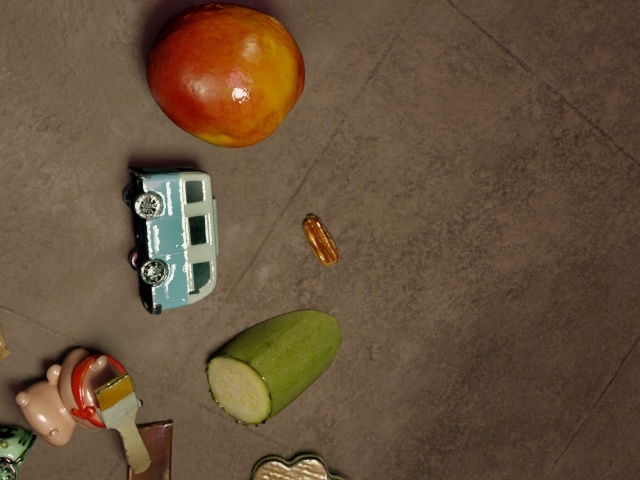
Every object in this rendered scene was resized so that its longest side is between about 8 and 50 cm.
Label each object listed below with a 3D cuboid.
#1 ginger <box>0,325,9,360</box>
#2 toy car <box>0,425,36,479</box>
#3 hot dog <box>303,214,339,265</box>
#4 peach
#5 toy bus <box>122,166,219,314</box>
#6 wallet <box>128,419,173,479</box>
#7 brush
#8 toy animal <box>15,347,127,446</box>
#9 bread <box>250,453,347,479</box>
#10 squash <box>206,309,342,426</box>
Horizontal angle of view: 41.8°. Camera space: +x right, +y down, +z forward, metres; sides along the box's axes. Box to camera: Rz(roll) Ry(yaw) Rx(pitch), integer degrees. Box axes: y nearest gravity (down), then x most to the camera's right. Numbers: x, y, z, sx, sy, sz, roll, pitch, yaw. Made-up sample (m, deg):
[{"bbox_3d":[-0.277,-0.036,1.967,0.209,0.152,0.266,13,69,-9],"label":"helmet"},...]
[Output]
[{"bbox_3d":[-0.647,0.116,1.547,0.089,0.075,0.288,-15,112,-11],"label":"ginger"},{"bbox_3d":[-0.682,0.458,1.588,0.306,0.136,0.125,-40,100,-5],"label":"toy car"},{"bbox_3d":[0.000,0.000,1.767,0.049,0.037,0.122,-25,106,0],"label":"hot dog"},{"bbox_3d":[-0.169,-0.305,1.514,0.281,0.238,0.280,2,119,3],"label":"peach"},{"bbox_3d":[-0.280,-0.006,1.610,0.165,0.133,0.271,-7,104,-22],"label":"toy bus"},{"bbox_3d":[-0.357,0.465,1.763,0.095,0.026,0.176,-4,107,-25],"label":"wallet"},{"bbox_3d":[-0.372,0.364,1.615,0.085,0.020,0.336,-32,145,-26],"label":"brush"},{"bbox_3d":[-0.464,0.300,1.616,0.198,0.171,0.171,-25,111,-4],"label":"toy animal"},{"bbox_3d":[-0.044,0.571,1.857,0.287,0.056,0.207,23,91,-5],"label":"bread"},{"bbox_3d":[-0.096,0.257,1.805,0.260,0.189,0.189,-39,119,-46],"label":"squash"}]
